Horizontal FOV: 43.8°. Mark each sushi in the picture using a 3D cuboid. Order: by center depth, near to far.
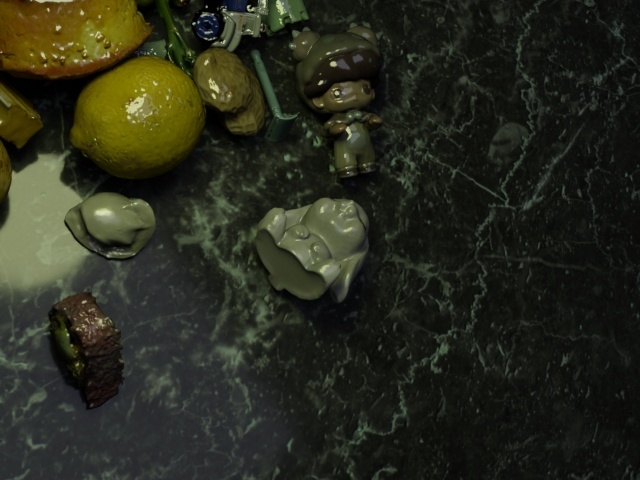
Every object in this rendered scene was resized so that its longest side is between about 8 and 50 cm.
[{"bbox_3d":[-0.486,0.216,1.637,0.107,0.241,0.161,-23,48,-30],"label":"sushi"}]

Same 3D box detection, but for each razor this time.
[{"bbox_3d":[-0.125,-0.370,1.967,0.068,0.106,0.232,-11,71,-25],"label":"razor"}]

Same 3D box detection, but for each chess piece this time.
[{"bbox_3d":[-0.138,-0.667,1.990,0.194,0.194,0.299,-25,95,-26],"label":"chess piece"}]

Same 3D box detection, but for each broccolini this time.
[{"bbox_3d":[-0.329,-0.495,1.790,0.073,0.392,0.079,-7,38,5],"label":"broccolini"}]

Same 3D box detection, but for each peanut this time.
[{"bbox_3d":[-0.210,-0.351,1.861,0.110,0.233,0.197,-16,62,15],"label":"peanut"}]

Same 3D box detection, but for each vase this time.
[{"bbox_3d":[-0.438,-0.436,1.855,0.148,0.081,0.081,1,76,-19],"label":"vase"}]

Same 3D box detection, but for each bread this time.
[{"bbox_3d":[-0.543,-0.473,1.674,0.358,0.204,0.337,-17,42,-18],"label":"bread"}]

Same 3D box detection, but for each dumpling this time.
[{"bbox_3d":[-0.455,-0.032,1.737,0.176,0.092,0.150,-9,93,-29],"label":"dumpling"}]

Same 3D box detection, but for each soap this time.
[{"bbox_3d":[-0.691,-0.310,1.665,0.080,0.160,0.257,-43,94,3],"label":"soap"}]

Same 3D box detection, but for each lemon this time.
[{"bbox_3d":[-0.394,-0.261,1.725,0.310,0.258,0.258,-30,89,-29],"label":"lemon"}]

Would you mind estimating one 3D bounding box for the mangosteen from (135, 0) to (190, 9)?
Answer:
[{"bbox_3d":[-0.399,-0.675,1.847,0.287,0.233,0.288,20,48,-25],"label":"mangosteen"}]

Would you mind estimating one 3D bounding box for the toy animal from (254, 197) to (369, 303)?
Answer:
[{"bbox_3d":[0.000,0.000,1.867,0.271,0.206,0.265,39,51,12],"label":"toy animal"}]

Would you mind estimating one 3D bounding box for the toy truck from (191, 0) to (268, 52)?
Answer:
[{"bbox_3d":[-0.210,-0.550,1.890,0.176,0.161,0.213,8,105,-9],"label":"toy truck"}]

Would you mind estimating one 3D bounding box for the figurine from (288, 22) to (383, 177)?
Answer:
[{"bbox_3d":[0.060,-0.349,1.981,0.248,0.203,0.381,-12,93,-18],"label":"figurine"}]

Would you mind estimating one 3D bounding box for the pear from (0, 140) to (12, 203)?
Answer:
[{"bbox_3d":[-0.755,-0.148,1.571,0.271,0.271,0.271,6,74,-21],"label":"pear"}]
